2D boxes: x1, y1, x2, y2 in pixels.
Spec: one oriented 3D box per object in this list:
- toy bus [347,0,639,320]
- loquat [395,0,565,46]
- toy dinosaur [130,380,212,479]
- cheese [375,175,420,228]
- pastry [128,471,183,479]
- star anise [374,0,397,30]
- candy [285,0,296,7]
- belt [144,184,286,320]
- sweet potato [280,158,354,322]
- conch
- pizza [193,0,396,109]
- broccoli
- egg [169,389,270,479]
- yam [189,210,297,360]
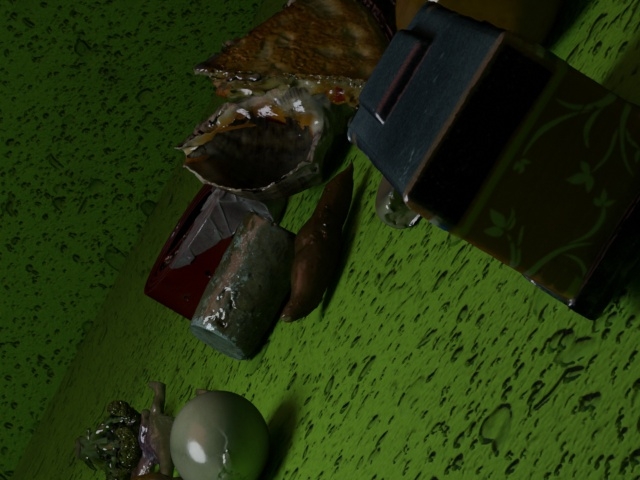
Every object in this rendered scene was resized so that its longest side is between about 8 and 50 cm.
[{"bbox_3d":[0.145,-0.078,1.115,0.162,0.194,0.323,-59,13,8],"label":"toy bus"},{"bbox_3d":[0.167,-0.267,1.476,0.187,0.176,0.234,-74,8,-46],"label":"loquat"},{"bbox_3d":[-0.214,0.298,1.982,0.251,0.072,0.200,-6,65,60],"label":"toy dinosaur"},{"bbox_3d":[0.108,-0.088,1.595,0.092,0.047,0.171,-38,25,57],"label":"cheese"},{"bbox_3d":[-0.215,0.377,1.608,0.257,0.120,0.236,127,161,-53],"label":"pastry"},{"bbox_3d":[0.152,-0.343,2.048,0.148,0.218,0.227,-33,54,-11],"label":"star anise"},{"bbox_3d":[0.025,-0.369,2.256,0.359,0.145,0.208,-59,5,3],"label":"candy"},{"bbox_3d":[-0.173,-0.004,2.316,0.324,0.115,0.227,-46,20,44],"label":"belt"},{"bbox_3d":[0.000,0.000,1.781,0.067,0.067,0.274,-46,19,46],"label":"sweet potato"},{"bbox_3d":[-0.057,-0.150,2.094,0.291,0.159,0.210,-24,65,15],"label":"conch"},{"bbox_3d":[-0.001,-0.241,1.965,0.287,0.251,0.074,-34,-40,-21],"label":"pizza"},{"bbox_3d":[-0.310,0.311,2.144,0.131,0.120,0.130,138,128,-59],"label":"broccoli"},{"bbox_3d":[-0.113,0.230,1.593,0.114,0.114,0.152,-59,16,6],"label":"egg"},{"bbox_3d":[-0.098,0.066,1.907,0.194,0.107,0.107,-61,13,-1],"label":"yam"}]
